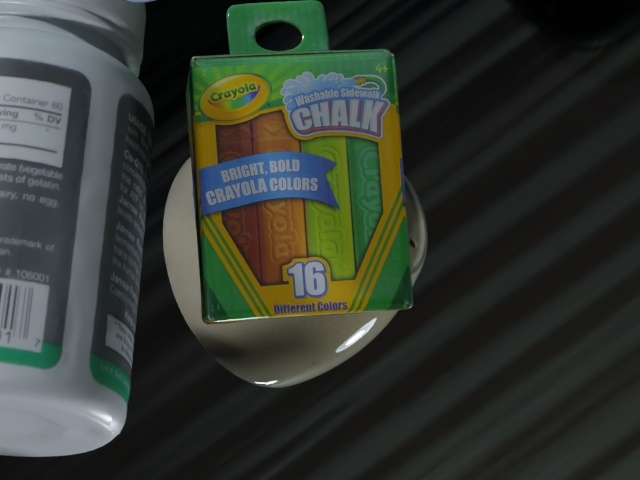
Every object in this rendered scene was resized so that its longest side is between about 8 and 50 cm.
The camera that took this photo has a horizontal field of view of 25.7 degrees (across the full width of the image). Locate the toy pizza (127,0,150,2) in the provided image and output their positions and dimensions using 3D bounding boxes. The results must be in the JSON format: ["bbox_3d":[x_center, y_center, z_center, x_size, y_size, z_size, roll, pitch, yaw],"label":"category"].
[{"bbox_3d":[-0.082,-0.253,1.005,0.032,0.201,0.201,32,-166,-38],"label":"toy pizza"}]

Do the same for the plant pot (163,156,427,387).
[{"bbox_3d":[0.000,0.000,1.499,0.284,0.191,0.284,22,-121,-43],"label":"plant pot"}]

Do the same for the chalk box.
[{"bbox_3d":[-0.027,-0.075,1.254,0.179,0.180,0.288,156,109,-83],"label":"chalk box"}]

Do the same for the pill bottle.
[{"bbox_3d":[-0.233,-0.032,1.071,0.204,0.204,0.361,53,-144,-62],"label":"pill bottle"}]
